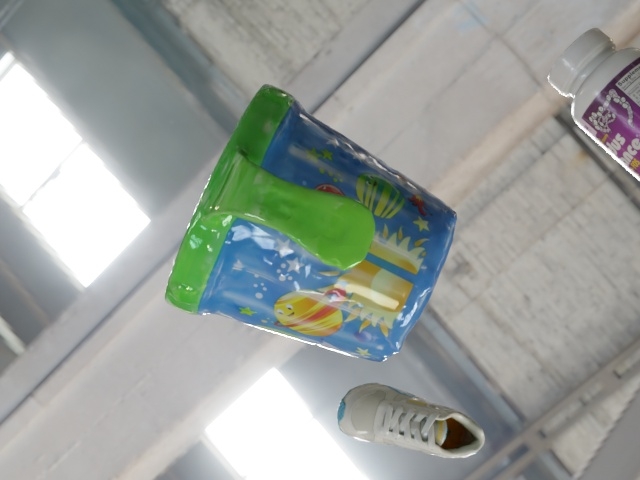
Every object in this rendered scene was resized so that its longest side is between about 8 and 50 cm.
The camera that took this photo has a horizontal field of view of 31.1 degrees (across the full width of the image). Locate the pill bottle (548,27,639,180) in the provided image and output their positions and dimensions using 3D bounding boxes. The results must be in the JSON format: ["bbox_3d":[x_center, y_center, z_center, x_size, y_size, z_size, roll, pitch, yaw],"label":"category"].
[{"bbox_3d":[0.539,-0.220,1.962,0.301,0.169,0.169,46,-161,17],"label":"pill bottle"}]

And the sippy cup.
[{"bbox_3d":[0.000,0.000,1.100,0.224,0.240,0.305,25,-149,0],"label":"sippy cup"}]

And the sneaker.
[{"bbox_3d":[0.131,0.260,1.652,0.228,0.087,0.092,13,175,-27],"label":"sneaker"}]
